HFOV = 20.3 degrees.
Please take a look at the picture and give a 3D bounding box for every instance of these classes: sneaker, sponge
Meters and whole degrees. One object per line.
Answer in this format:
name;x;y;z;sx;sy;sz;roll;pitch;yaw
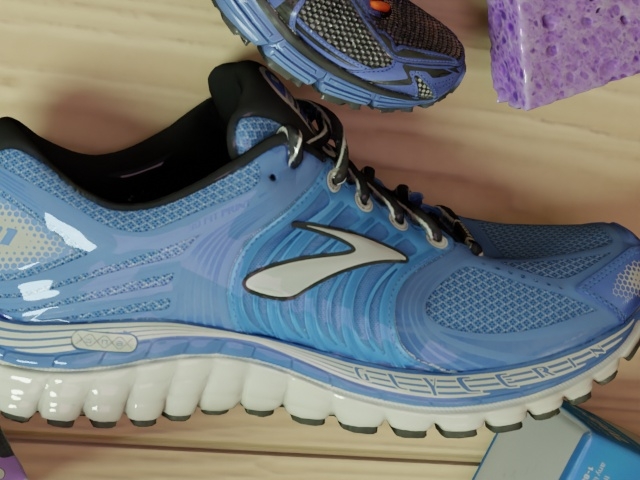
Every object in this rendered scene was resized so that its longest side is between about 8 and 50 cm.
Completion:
sneaker;-0.016;-0.134;0.755;0.221;0.083;0.087;36;114;-24
sneaker;0.000;0.000;0.779;0.330;0.130;0.147;1;104;-19
sponge;0.126;-0.174;0.818;0.117;0.031;0.210;-17;112;-26

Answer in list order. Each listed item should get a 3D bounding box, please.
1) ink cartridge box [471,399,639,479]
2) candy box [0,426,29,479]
ink cartridge box;0.163;0.184;0.899;0.203;0.086;0.148;26;92;-22
candy box;-0.216;0.127;0.711;0.196;0.165;0.070;-15;106;-16
